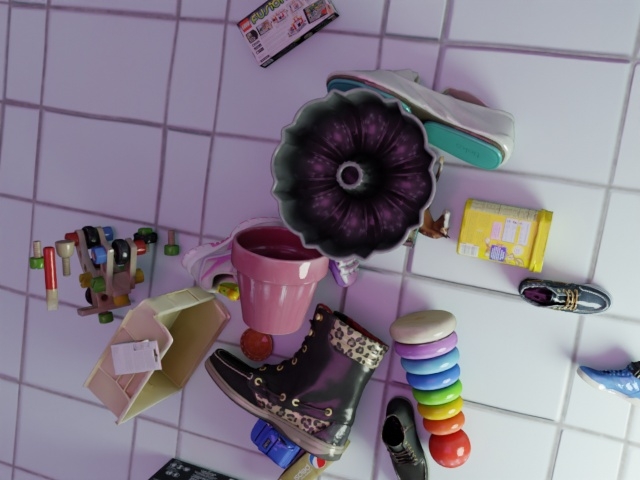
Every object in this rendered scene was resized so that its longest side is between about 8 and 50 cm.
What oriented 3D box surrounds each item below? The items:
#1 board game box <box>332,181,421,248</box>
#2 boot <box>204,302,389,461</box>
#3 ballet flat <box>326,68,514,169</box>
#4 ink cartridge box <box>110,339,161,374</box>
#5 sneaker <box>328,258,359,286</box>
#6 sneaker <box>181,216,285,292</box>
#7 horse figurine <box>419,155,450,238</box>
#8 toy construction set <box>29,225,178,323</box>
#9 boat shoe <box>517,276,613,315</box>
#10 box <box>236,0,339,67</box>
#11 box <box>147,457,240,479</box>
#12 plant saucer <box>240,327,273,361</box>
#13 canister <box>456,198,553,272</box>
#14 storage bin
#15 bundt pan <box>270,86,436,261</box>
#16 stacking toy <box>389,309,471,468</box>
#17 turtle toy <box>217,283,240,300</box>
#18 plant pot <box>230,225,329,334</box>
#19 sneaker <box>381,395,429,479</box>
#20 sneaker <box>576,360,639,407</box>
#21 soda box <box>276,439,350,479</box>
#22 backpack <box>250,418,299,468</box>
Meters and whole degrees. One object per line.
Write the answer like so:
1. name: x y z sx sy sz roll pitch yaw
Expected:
1. board game box: 0.120 -0.069 1.315 0.186 0.026 0.126 17 100 17
2. boot: -0.053 0.270 1.411 0.377 0.138 0.284 30 93 25
3. ballet flat: 0.209 -0.272 1.296 0.400 0.139 0.139 25 102 10
4. ink cartridge box: -0.370 0.236 1.296 0.115 0.029 0.063 -10 90 19
5. sneaker: 0.000 0.000 1.402 0.104 0.095 0.236 -29 80 23
6. sneaker: -0.176 0.039 1.421 0.252 0.103 0.111 -28 68 0
7. horse figurine: 0.154 -0.101 1.352 0.263 0.066 0.175 6 92 16
8. toy construction set: -0.524 0.102 1.481 0.257 0.309 0.237 7 102 25
9. boat shoe: 0.484 0.116 1.256 0.183 0.083 0.065 9 98 17
10. box: -0.074 -0.487 1.402 0.207 0.036 0.114 -30 86 18
11. box: -0.294 0.650 1.518 0.247 0.163 0.142 12 102 17
12. plant saucer: -0.151 0.245 1.510 0.083 0.013 0.084 2 97 18
13. canister: 0.371 -0.014 1.286 0.169 0.073 0.126 12 99 18
14. storage bin: -0.361 0.245 1.449 0.123 0.262 0.260 39 105 13
15. bundt pan: 0.073 -0.125 1.247 0.330 0.124 0.331 1 94 18
16. stacking toy: 0.242 0.321 1.338 0.141 0.141 0.330 -9 98 18
17. turtle toy: -0.190 0.102 1.478 0.130 0.066 0.095 22 69 16
18. plant pot: -0.090 0.086 1.313 0.201 0.201 0.180 15 110 16
19. sneaker: 0.175 0.461 1.371 0.083 0.118 0.222 -14 91 19
20. sneaker: 0.590 0.262 1.247 0.152 0.058 0.085 25 108 10
21. soda box: -0.016 0.510 1.467 0.058 0.061 0.181 45 106 8
22. backpack: -0.100 0.453 1.470 0.120 0.101 0.098 39 99 15
